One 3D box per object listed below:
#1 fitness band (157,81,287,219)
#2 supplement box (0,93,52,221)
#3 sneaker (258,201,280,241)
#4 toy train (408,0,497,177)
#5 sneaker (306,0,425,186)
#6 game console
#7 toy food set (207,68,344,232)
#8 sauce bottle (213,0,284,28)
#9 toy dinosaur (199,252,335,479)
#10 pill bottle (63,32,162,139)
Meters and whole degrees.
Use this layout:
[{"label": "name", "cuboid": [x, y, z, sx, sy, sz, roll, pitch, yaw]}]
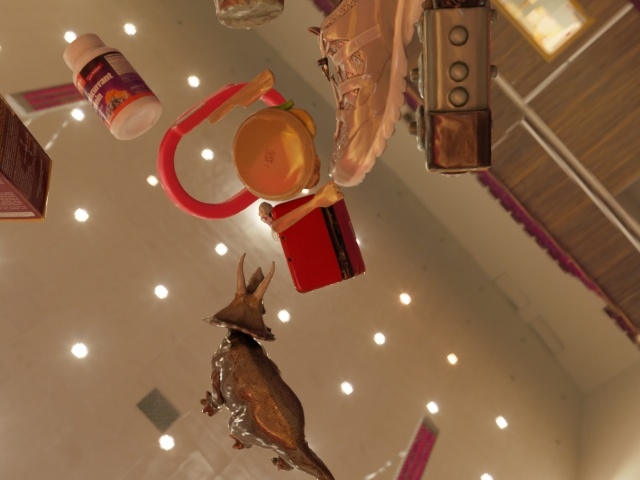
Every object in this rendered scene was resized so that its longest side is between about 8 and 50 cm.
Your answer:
[{"label": "fitness band", "cuboid": [-0.167, -0.167, 1.482, 0.291, 0.054, 0.209, -40, -66, -22]}, {"label": "supplement box", "cuboid": [-0.365, -0.089, 0.836, 0.188, 0.104, 0.080, 88, -179, -70]}, {"label": "sneaker", "cuboid": [-0.073, -0.034, 1.509, 0.038, 0.069, 0.098, -54, -48, -25]}, {"label": "toy train", "cuboid": [0.210, -0.256, 1.238, 0.190, 0.142, 0.334, -75, -16, -75]}, {"label": "sneaker", "cuboid": [0.038, -0.200, 0.870, 0.115, 0.281, 0.105, 11, -170, -6]}, {"label": "game console", "cuboid": [0.000, 0.000, 1.262, 0.124, 0.085, 0.144, -10, -97, -71]}, {"label": "toy food set", "cuboid": [-0.056, -0.115, 1.055, 0.192, 0.132, 0.038, 60, -154, 2]}, {"label": "sauce bottle", "cuboid": [-0.135, -0.506, 1.218, 0.111, 0.111, 0.344, -6, -97, -57]}, {"label": "toy dinosaur", "cuboid": [-0.073, 0.190, 0.939, 0.121, 0.160, 0.313, -15, -119, -15]}, {"label": "pill bottle", "cuboid": [-0.393, -0.291, 1.492, 0.193, 0.108, 0.108, 50, -153, 12]}]
